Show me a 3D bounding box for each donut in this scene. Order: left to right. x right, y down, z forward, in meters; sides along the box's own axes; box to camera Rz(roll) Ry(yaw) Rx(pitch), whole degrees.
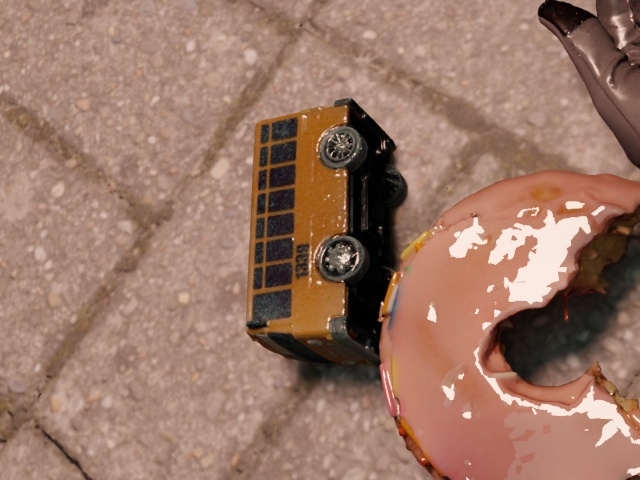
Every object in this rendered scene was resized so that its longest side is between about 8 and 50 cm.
[{"bbox_3d":[0.138,0.074,0.736,0.199,0.085,0.232,-12,68,21],"label":"donut"}]

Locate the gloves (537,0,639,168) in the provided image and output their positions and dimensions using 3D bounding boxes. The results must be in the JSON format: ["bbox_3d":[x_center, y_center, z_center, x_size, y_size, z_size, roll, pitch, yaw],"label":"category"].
[{"bbox_3d":[0.234,-0.104,0.737,0.142,0.119,0.285,-16,75,7],"label":"gloves"}]

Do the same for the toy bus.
[{"bbox_3d":[0.000,0.000,0.825,0.103,0.091,0.182,-9,67,25],"label":"toy bus"}]
